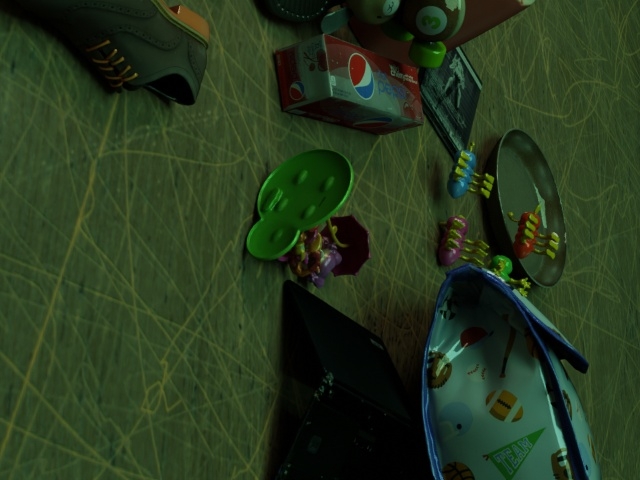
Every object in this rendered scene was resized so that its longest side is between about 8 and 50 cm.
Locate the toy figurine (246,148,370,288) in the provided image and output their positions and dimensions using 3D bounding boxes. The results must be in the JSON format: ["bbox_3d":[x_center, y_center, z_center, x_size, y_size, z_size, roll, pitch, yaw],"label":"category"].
[{"bbox_3d":[0.000,0.000,1.302,0.173,0.130,0.159,-57,139,-22],"label":"toy figurine"}]

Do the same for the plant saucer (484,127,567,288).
[{"bbox_3d":[0.386,-0.058,1.953,0.310,0.050,0.311,28,56,-51],"label":"plant saucer"}]

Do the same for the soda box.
[{"bbox_3d":[0.047,-0.216,1.461,0.263,0.083,0.092,5,75,-57],"label":"soda box"}]

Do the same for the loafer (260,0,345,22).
[{"bbox_3d":[-0.017,-0.360,1.440,0.220,0.078,0.080,-26,132,-46],"label":"loafer"}]

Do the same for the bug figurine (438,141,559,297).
[{"bbox_3d":[0.280,-0.019,1.720,0.279,0.072,0.216,39,61,-31],"label":"bug figurine"}]

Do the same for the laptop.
[{"bbox_3d":[0.012,0.223,1.309,0.234,0.136,0.264,35,76,-45],"label":"laptop"}]

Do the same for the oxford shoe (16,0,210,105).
[{"bbox_3d":[-0.207,-0.210,1.064,0.271,0.096,0.099,12,74,-55],"label":"oxford shoe"}]

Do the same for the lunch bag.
[{"bbox_3d":[0.267,0.234,1.446,0.328,0.238,0.386,34,42,-72],"label":"lunch bag"}]

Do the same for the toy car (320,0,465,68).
[{"bbox_3d":[0.093,-0.334,1.426,0.188,0.155,0.149,-8,43,-32],"label":"toy car"}]

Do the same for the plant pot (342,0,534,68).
[{"bbox_3d":[0.192,-0.424,1.614,0.275,0.243,0.275,28,55,-50],"label":"plant pot"}]

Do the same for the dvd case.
[{"bbox_3d":[0.228,-0.269,1.819,0.164,0.018,0.221,51,40,-32],"label":"dvd case"}]
